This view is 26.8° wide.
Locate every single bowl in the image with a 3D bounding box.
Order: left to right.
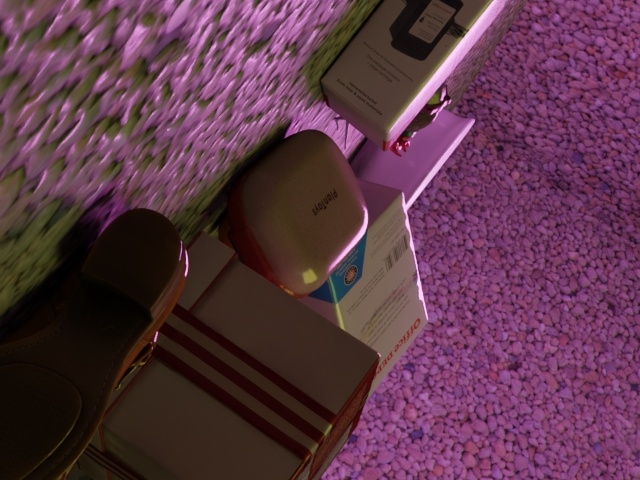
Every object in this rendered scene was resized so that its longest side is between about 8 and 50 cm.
[{"bbox_3d":[0.144,-0.144,2.485,0.298,0.134,0.298,-53,177,-5],"label":"bowl"}]

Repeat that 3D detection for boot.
[{"bbox_3d":[-0.203,0.101,1.032,0.283,0.109,0.220,-59,-178,-13],"label":"boot"}]

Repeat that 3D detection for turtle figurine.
[{"bbox_3d":[0.121,-0.212,1.808,0.175,0.118,0.234,-48,169,-47],"label":"turtle figurine"}]

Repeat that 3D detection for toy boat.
[{"bbox_3d":[-0.049,-0.024,1.512,0.151,0.151,0.231,-18,-164,33],"label":"toy boat"}]

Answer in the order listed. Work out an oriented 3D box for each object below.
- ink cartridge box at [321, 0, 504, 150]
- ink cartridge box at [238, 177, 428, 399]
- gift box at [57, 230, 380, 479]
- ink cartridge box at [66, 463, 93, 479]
[{"bbox_3d":[0.113,-0.233,1.554,0.237,0.100,0.172,-51,176,-2],"label":"ink cartridge box"},{"bbox_3d":[0.010,0.055,1.704,0.171,0.168,0.232,-47,139,-35],"label":"ink cartridge box"},{"bbox_3d":[-0.121,0.181,1.380,0.255,0.258,0.276,-50,168,-29],"label":"gift box"},{"bbox_3d":[-0.229,0.268,1.556,0.127,0.176,0.128,-51,176,18],"label":"ink cartridge box"}]
